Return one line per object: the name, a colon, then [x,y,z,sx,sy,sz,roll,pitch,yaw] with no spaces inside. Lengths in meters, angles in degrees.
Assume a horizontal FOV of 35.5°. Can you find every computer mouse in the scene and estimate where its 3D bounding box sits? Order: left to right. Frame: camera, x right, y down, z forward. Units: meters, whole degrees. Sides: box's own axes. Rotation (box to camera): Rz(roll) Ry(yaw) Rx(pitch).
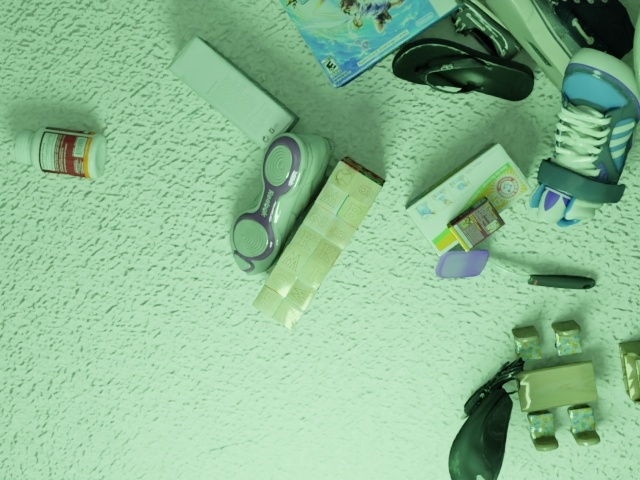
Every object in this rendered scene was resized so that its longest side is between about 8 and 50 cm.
computer mouse: [0.270,0.332,1.731,0.072,0.272,0.188,26,132,-4]

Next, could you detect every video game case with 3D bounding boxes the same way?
video game case: [0.071,-0.440,1.752,0.269,0.061,0.244,-32,91,23]

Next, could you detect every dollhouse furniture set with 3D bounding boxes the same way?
dollhouse furniture set: [0.474,0.258,1.778,0.242,0.161,0.212,-10,95,6]

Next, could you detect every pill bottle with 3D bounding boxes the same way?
pill bottle: [-0.479,-0.165,1.848,0.152,0.086,0.086,8,97,4]

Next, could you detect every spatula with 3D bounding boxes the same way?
spatula: [0.356,0.061,1.820,0.296,0.030,0.084,10,140,-3]

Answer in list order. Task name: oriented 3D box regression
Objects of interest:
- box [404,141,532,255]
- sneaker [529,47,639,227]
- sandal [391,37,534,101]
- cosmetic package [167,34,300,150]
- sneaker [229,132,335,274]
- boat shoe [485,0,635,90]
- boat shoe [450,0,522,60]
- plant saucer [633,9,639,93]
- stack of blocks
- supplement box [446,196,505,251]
box: [0.261,-0.076,1.784,0.203,0.114,0.103,-36,93,6]
sneaker: [0.430,-0.141,1.653,0.130,0.323,0.236,25,78,26]
sandal: [0.252,-0.295,1.766,0.254,0.054,0.097,10,140,3]
cosmetic package: [-0.152,-0.263,1.797,0.231,0.117,0.085,41,97,-2]
sneaker: [-0.060,-0.060,1.810,0.114,0.152,0.305,43,123,23]
boat shoe: [0.403,-0.395,1.693,0.158,0.127,0.340,-46,125,3]
boat shoe: [0.265,-0.386,1.771,0.206,0.075,0.065,33,95,-4]
plant saucer: [0.665,-0.331,1.589,0.400,0.100,0.400,-4,110,-11]
stack of blocks: [0.000,0.000,1.784,0.087,0.171,0.297,32,99,1]
supplement box: [0.265,-0.028,1.710,0.083,0.043,0.055,-36,98,8]
